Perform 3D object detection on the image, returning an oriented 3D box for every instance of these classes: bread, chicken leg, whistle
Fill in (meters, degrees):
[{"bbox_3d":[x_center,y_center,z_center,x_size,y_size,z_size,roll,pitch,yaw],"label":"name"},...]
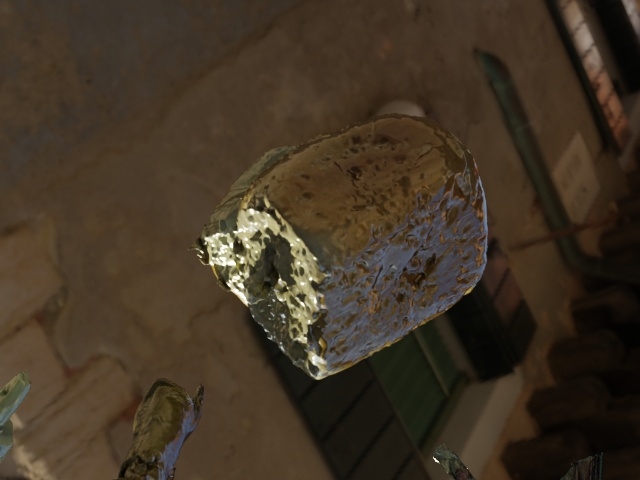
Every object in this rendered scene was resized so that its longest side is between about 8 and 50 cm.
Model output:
[{"bbox_3d":[0.000,0.000,1.588,0.225,0.279,0.250,-31,-162,49],"label":"bread"},{"bbox_3d":[-0.247,0.342,1.404,0.201,0.152,0.429,-42,-159,40],"label":"chicken leg"},{"bbox_3d":[0.021,-0.004,1.030,0.246,0.196,0.176,-29,-136,-27],"label":"bread"},{"bbox_3d":[-0.508,0.294,1.601,0.253,0.102,0.105,-48,147,10],"label":"whistle"}]

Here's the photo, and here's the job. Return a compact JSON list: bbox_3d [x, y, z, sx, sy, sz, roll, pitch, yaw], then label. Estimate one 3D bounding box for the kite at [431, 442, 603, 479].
[{"bbox_3d":[0.256,0.392,1.440,0.335,0.314,0.011,-36,177,-15],"label":"kite"}]
